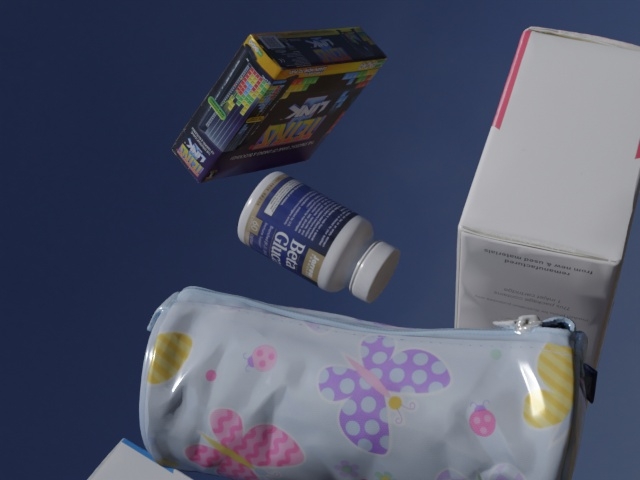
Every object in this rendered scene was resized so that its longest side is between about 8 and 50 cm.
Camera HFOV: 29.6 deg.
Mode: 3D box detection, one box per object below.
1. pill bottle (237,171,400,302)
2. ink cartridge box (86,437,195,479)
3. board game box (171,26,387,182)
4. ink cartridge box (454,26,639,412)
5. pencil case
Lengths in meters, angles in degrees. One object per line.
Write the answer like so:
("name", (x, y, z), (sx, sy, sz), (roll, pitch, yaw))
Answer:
("pill bottle", (0.000, 0.000, 1.357), (0.094, 0.169, 0.094), (-52, -19, -26))
("ink cartridge box", (-0.215, 0.407, 1.567), (0.168, 0.171, 0.232), (-52, -27, -26))
("board game box", (-0.035, -0.125, 1.098), (0.170, 0.048, 0.141), (-18, -28, -53))
("ink cartridge box", (0.185, 0.005, 0.975), (0.283, 0.117, 0.207), (83, -157, -55))
("pencil case", (0.027, 0.097, 0.740), (0.113, 0.273, 0.124), (-66, -25, -54))
